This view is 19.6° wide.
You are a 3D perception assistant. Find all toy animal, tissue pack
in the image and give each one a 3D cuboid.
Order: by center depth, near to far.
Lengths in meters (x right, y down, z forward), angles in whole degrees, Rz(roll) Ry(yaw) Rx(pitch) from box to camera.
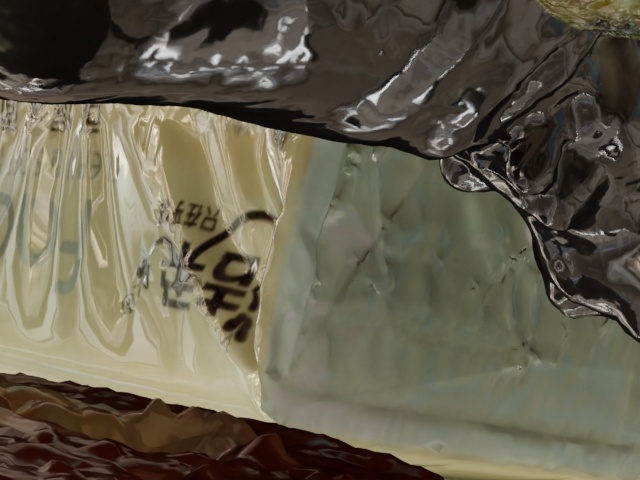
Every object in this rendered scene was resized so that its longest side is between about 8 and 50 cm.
[{"bbox_3d":[0.025,-0.081,0.533,0.343,0.168,0.106,21,-170,-33],"label":"toy animal"},{"bbox_3d":[0.000,0.000,0.927,0.331,0.205,0.405,12,175,-37],"label":"tissue pack"}]

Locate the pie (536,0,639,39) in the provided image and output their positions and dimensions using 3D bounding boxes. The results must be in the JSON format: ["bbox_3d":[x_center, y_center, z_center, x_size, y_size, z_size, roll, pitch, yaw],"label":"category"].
[{"bbox_3d":[0.075,-0.068,0.408,0.085,0.085,0.017,9,-117,-9],"label":"pie"}]

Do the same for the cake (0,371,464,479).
[{"bbox_3d":[-0.072,0.106,0.415,0.177,0.151,0.283,13,175,-38],"label":"cake"}]
